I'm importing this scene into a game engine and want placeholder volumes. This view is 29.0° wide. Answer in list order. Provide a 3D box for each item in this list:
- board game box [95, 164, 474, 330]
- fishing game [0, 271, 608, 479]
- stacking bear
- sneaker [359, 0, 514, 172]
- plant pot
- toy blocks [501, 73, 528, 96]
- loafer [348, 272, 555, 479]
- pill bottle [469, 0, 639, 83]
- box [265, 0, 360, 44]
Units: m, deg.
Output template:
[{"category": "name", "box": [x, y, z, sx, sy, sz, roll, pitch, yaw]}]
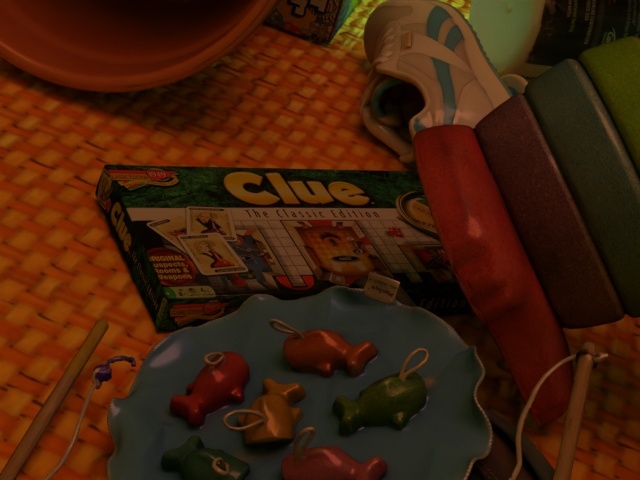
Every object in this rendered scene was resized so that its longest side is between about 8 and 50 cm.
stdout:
[{"category": "board game box", "box": [0.000, 0.000, 0.790, 0.260, 0.030, 0.136, -1, 35, -29]}, {"category": "fishing game", "box": [-0.011, 0.072, 0.565, 0.264, 0.041, 0.189, 4, 36, 20]}, {"category": "stacking bear", "box": [0.212, -0.047, 0.681, 0.289, 0.175, 0.164, -24, 45, 10]}, {"category": "sneaker", "box": [0.074, -0.129, 0.973, 0.092, 0.087, 0.228, 1, 33, -22]}, {"category": "plant pot", "box": [-0.131, -0.269, 0.921, 0.291, 0.290, 0.203, 21, 18, 4]}, {"category": "toy blocks", "box": [0.198, -0.093, 1.010, 0.148, 0.054, 0.123, -6, 39, -34]}, {"category": "loafer", "box": [0.047, 0.115, 0.597, 0.084, 0.096, 0.267, -16, 35, -15]}, {"category": "pill bottle", "box": [0.272, -0.198, 1.138, 0.246, 0.130, 0.130, 4, 34, -22]}, {"category": "box", "box": [-0.062, -0.353, 1.160, 0.279, 0.177, 0.290, 21, 31, 5]}]
